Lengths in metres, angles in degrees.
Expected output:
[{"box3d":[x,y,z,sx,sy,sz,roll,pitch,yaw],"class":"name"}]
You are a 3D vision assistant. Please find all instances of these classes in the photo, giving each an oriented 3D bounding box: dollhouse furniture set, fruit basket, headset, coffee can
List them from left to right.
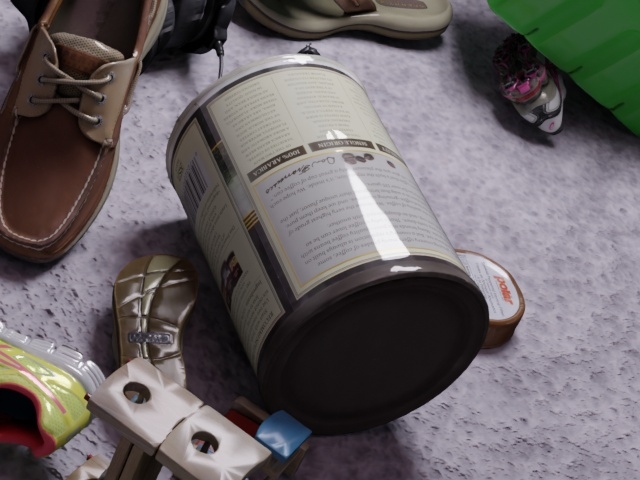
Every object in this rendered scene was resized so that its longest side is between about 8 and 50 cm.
[{"box3d":[-0.161,-0.252,1.671,0.394,0.185,0.243,49,42,11],"class":"headset"},{"box3d":[-0.094,0.150,1.288,0.129,0.129,0.184,35,39,11],"class":"dollhouse furniture set"},{"box3d":[0.000,0.000,1.458,0.202,0.201,0.275,1,45,-30],"class":"coffee can"},{"box3d":[0.398,-0.352,1.903,0.392,0.392,0.283,12,40,-18],"class":"fruit basket"}]

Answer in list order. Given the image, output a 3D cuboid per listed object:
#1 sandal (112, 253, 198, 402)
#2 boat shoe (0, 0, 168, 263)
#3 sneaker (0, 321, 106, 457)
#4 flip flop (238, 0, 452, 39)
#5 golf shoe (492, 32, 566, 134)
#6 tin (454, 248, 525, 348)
[{"box3d":[-0.142,0.084,1.407,0.072,0.049,0.180,7,48,-11],"class":"sandal"},{"box3d":[-0.219,-0.140,1.476,0.123,0.116,0.324,14,70,-3],"class":"boat shoe"},{"box3d":[-0.269,0.103,1.260,0.209,0.081,0.094,16,34,7],"class":"sneaker"},{"box3d":[0.029,-0.284,1.901,0.277,0.080,0.112,2,43,-22],"class":"flip flop"},{"box3d":[0.246,-0.186,1.943,0.086,0.067,0.186,52,23,-24],"class":"golf shoe"},{"box3d":[0.108,0.050,1.601,0.190,0.040,0.106,7,46,-24],"class":"tin"}]
